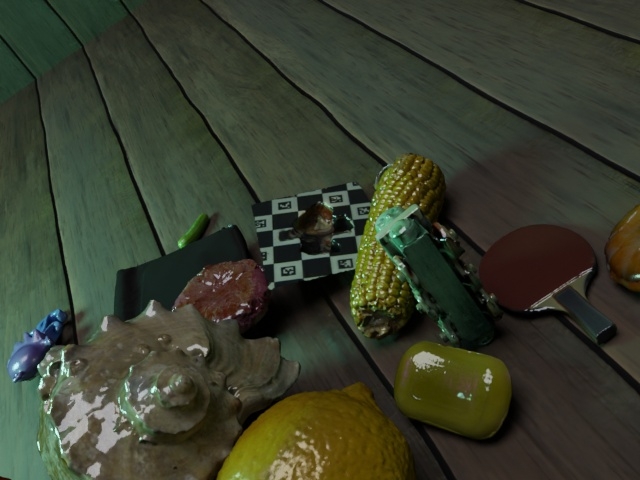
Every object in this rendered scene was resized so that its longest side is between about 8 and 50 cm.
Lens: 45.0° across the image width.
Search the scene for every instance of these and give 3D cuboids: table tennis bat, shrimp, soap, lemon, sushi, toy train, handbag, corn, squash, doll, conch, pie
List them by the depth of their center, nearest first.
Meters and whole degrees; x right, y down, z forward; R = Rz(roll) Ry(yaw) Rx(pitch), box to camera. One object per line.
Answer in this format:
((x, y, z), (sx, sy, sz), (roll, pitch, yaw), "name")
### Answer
((-0.008, 0.251, 0.735), (0.188, 0.188, 0.257), (6, 56, 44), "lemon")
((0.140, 0.159, 0.828), (0.140, 0.045, 0.089), (8, 77, 42), "soap")
((0.417, -0.032, 0.830), (0.248, 0.068, 0.150), (-34, 29, 10), "shrimp")
((0.128, 0.038, 0.871), (0.081, 0.194, 0.125), (-39, 28, 0), "toy train")
((-0.184, 0.174, 0.884), (0.297, 0.210, 0.352), (-20, 2, -32), "conch")
((0.267, 0.048, 0.894), (0.130, 0.019, 0.220), (-34, 33, 1), "table tennis bat")
((0.100, -0.002, 1.022), (0.106, 0.106, 0.293), (-10, 42, 31), "corn")
((-0.137, 0.080, 1.072), (0.153, 0.038, 0.153), (-10, 38, 8), "pie")
((0.000, 0.000, 1.147), (0.192, 0.040, 0.210), (-13, 38, -7), "sushi")
((-0.202, 0.101, 1.175), (0.223, 0.080, 0.247), (-21, 39, 4), "handbag")
((-0.483, 0.177, 1.329), (0.110, 0.067, 0.206), (-37, 21, 22), "doll")
((-0.223, -0.017, 1.374), (0.027, 0.027, 0.089), (-2, 43, 39), "squash")

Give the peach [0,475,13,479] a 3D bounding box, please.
((-0.347, 0.383, 0.711), (0.370, 0.370, 0.370), (-22, 36, 18), "peach")
